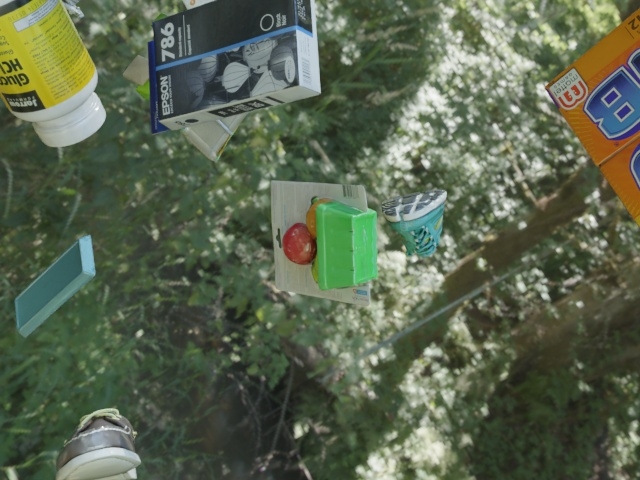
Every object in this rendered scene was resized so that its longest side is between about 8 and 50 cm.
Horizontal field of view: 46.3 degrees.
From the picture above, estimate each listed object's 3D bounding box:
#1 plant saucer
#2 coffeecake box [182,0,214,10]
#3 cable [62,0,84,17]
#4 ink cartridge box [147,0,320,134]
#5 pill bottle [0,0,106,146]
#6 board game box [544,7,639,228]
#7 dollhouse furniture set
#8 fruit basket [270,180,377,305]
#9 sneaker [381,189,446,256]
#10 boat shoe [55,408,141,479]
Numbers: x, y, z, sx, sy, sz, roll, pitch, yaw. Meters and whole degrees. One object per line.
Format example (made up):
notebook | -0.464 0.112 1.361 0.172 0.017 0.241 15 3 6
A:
plant saucer | -0.378 0.066 1.053 0.018 0.192 0.067 18 46 -47
coffeecake box | -0.177 -0.458 1.233 0.186 0.142 0.068 60 13 18
cable | -0.659 -0.687 1.791 0.257 0.089 0.257 55 5 23
ink cartridge box | -0.157 -0.269 1.127 0.065 0.332 0.166 4 80 -58
pill bottle | -0.545 -0.351 1.424 0.188 0.187 0.334 -107 179 -49
board game box | 0.683 -0.211 1.273 0.356 0.356 0.356 4 54 -49
dollhouse furniture set | -0.319 -0.363 1.819 0.151 0.198 0.301 32 -8 33
fruit basket | 0.000 0.000 2.074 0.165 0.353 0.327 -12 103 -42
sneaker | 0.173 -0.027 1.271 0.275 0.106 0.110 0 81 -75
boat shoe | -0.325 0.304 1.105 0.324 0.116 0.097 114 -33 -67
